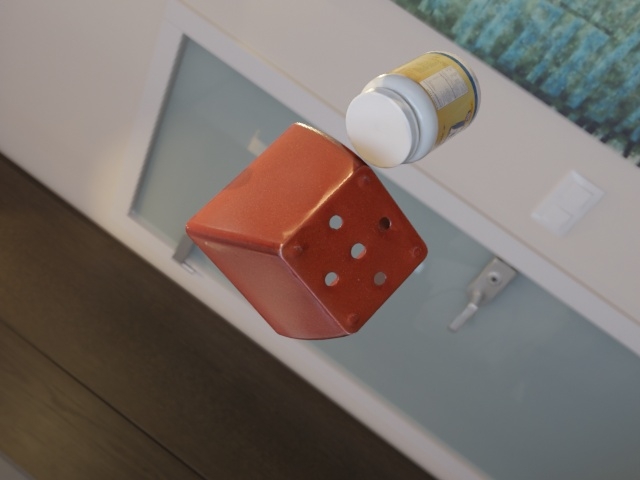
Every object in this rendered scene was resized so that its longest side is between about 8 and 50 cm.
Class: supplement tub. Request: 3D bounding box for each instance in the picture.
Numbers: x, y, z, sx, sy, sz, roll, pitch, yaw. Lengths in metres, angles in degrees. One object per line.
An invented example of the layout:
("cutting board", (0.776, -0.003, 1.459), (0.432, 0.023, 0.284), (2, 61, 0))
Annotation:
("supplement tub", (0.148, -0.208, 1.081), (0.200, 0.144, 0.144), (-35, -16, -39))

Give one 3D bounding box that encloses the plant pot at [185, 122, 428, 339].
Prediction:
("plant pot", (0.000, 0.000, 1.047), (0.267, 0.267, 0.236), (-45, 25, -13))
